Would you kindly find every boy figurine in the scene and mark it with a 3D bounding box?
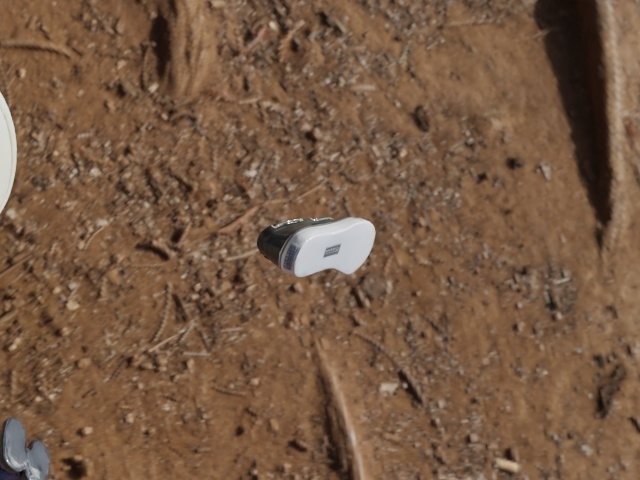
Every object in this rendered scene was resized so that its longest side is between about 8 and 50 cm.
[{"bbox_3d":[-0.526,0.336,1.356,0.092,0.285,0.177,-100,164,-51],"label":"boy figurine"}]

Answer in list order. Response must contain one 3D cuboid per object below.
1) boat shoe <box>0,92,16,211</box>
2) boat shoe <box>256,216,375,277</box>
[{"bbox_3d":[-0.265,-0.082,0.615,0.079,0.254,0.095,17,68,10],"label":"boat shoe"},{"bbox_3d":[0.000,0.000,0.788,0.142,0.040,0.049,-5,117,-62],"label":"boat shoe"}]
